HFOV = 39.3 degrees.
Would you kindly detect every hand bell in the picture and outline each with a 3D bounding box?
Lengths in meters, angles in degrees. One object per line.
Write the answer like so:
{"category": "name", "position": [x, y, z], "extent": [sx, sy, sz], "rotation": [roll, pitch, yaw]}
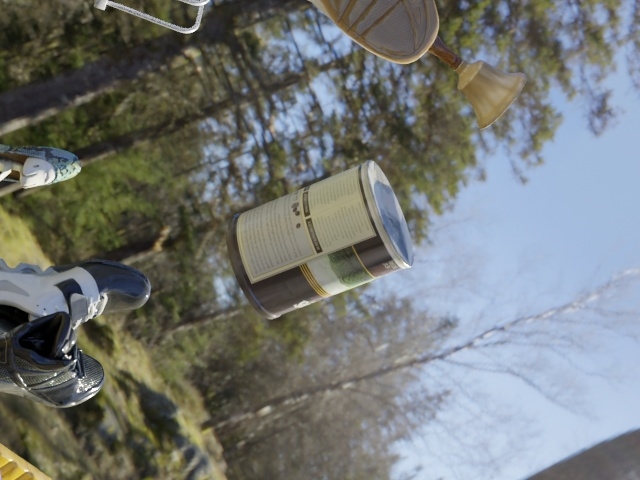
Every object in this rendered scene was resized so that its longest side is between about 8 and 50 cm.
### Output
{"category": "hand bell", "position": [0.234, -0.321, 1.595], "extent": [0.242, 0.126, 0.126], "rotation": [37, -9, -9]}

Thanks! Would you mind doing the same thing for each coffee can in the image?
{"category": "coffee can", "position": [0.000, 0.000, 1.583], "extent": [0.201, 0.275, 0.201], "rotation": [57, 20, -34]}

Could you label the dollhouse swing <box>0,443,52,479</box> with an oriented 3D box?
{"category": "dollhouse swing", "position": [-0.495, 0.465, 1.134], "extent": [0.305, 0.315, 0.347], "rotation": [52, -5, 44]}

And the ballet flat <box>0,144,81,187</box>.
{"category": "ballet flat", "position": [-0.448, -0.104, 1.305], "extent": [0.070, 0.188, 0.070], "rotation": [-175, -90, -79]}

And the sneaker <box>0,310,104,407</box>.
{"category": "sneaker", "position": [-0.356, 0.167, 1.237], "extent": [0.227, 0.130, 0.087], "rotation": [34, 36, -55]}

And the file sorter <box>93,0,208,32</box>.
{"category": "file sorter", "position": [-0.225, -0.497, 1.406], "extent": [0.278, 0.173, 0.193], "rotation": [130, -29, -53]}

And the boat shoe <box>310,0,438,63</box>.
{"category": "boat shoe", "position": [0.006, -0.289, 0.894], "extent": [0.277, 0.098, 0.096], "rotation": [41, 6, -21]}

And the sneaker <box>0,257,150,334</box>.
{"category": "sneaker", "position": [-0.435, 0.115, 1.470], "extent": [0.146, 0.330, 0.122], "rotation": [63, -37, 43]}
